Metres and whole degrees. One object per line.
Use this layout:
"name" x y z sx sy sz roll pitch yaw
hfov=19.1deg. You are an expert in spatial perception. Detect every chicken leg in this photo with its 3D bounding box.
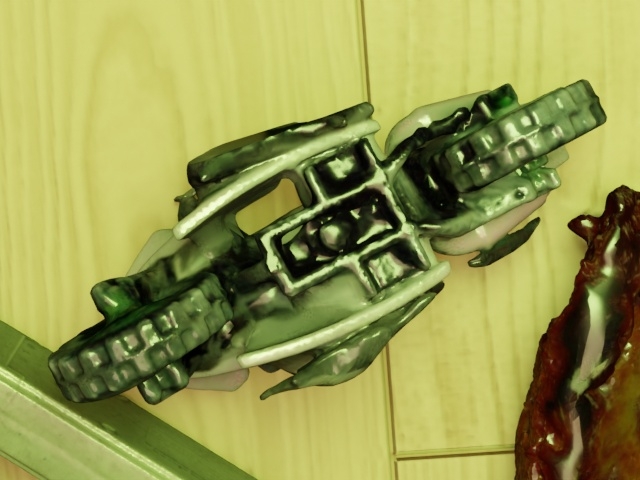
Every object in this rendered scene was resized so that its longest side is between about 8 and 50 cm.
"chicken leg" 0.188 0.166 1.117 0.158 0.096 0.407 -15 105 -15

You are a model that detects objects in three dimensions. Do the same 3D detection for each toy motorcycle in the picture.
"toy motorcycle" 0.000 0.000 1.054 0.327 0.188 0.143 -28 90 -8

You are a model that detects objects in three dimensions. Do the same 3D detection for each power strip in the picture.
"power strip" -0.122 0.126 1.118 0.272 0.078 0.052 33 104 -6
